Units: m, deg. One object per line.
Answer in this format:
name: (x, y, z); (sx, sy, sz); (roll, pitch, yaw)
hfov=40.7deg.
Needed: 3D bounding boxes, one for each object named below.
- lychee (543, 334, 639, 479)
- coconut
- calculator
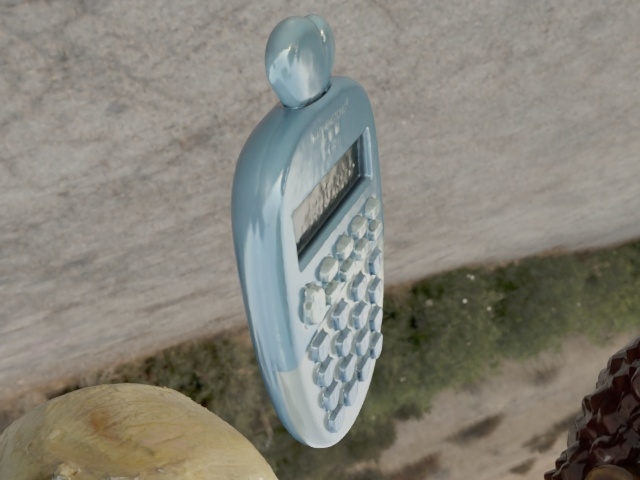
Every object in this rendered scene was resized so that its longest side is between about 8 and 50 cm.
lychee: (0.237, 0.143, 0.422); (0.271, 0.235, 0.236); (23, 148, -20)
coconut: (-0.245, 0.360, 1.006); (0.405, 0.404, 0.404); (-21, 167, -5)
calculator: (0.000, 0.000, 0.574); (0.042, 0.302, 0.188); (3, -151, 24)
